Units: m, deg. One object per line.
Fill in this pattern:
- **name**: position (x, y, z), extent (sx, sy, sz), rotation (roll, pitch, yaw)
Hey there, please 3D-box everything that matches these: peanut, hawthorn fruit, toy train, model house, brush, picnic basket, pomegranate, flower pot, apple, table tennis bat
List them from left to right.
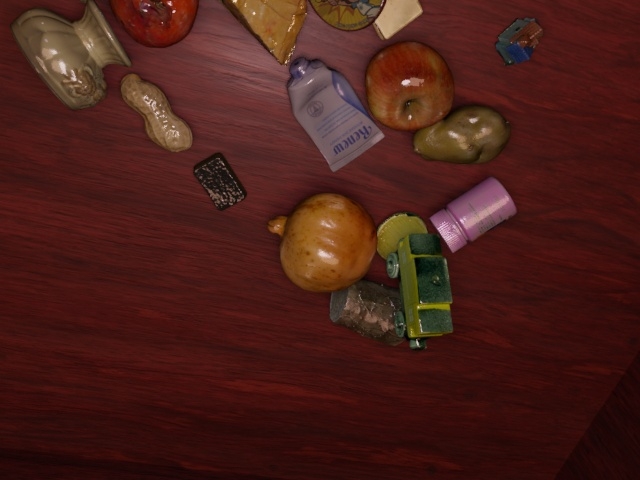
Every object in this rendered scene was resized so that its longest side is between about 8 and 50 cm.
- **flower pot**: position (-0.730, -0.572, 1.460), extent (0.244, 0.307, 0.308), rotation (-32, 115, -5)
- **hawthorn fruit**: position (-0.482, -0.704, 1.410), extent (0.275, 0.307, 0.276), rotation (-9, 117, -17)
- **peanut**: position (-0.557, -0.425, 1.633), extent (0.136, 0.120, 0.298), rotation (-33, 112, 5)
- **brush**: position (-0.371, -0.213, 1.785), extent (0.123, 0.059, 0.197), rotation (-27, 115, 9)
- **pomegranate**: position (0.000, 0.000, 1.766), extent (0.409, 0.410, 0.411), rotation (-2, 116, -5)
- **table tennis bat**: position (0.049, -0.856, 1.490), extent (0.268, 0.051, 0.415), rotation (-22, 108, 31)
- **picnic basket**: position (0.240, -0.750, 1.580), extent (0.164, 0.079, 0.115), rotation (-32, 113, 9)
- **apple**: position (0.290, -0.522, 1.610), extent (0.301, 0.302, 0.302), rotation (-2, 116, -5)
- **toy train**: position (0.373, 0.180, 1.810), extent (0.179, 0.272, 0.443), rotation (0, 72, -13)
- **model house**: position (0.689, -0.667, 1.627), extent (0.148, 0.149, 0.119), rotation (-39, 114, 15)

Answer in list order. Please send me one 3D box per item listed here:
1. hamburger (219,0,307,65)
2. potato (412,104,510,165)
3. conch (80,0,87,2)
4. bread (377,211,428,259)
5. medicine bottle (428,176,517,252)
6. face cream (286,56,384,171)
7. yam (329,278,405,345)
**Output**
- **hamburger**: position (-0.157, -0.725, 1.493), extent (0.209, 0.162, 0.330), rotation (-44, 134, 5)
- **potato**: position (0.499, -0.370, 1.724), extent (0.350, 0.218, 0.203), rotation (-12, 78, 4)
- **conch**: position (-0.819, -0.869, 1.372), extent (0.203, 0.170, 0.387), rotation (-5, 117, 25)
- **bread**: position (0.329, -0.012, 1.968), extent (0.228, 0.033, 0.229), rotation (-3, 115, -6)
- **medicine bottle**: position (0.588, -0.098, 1.873), extent (0.290, 0.178, 0.178), rotation (-35, 114, 10)
- **face cream**: position (0.031, -0.454, 1.700), extent (0.234, 0.137, 0.420), rotation (-35, 125, 9)
- **yam**: position (0.221, 0.281, 1.992), extent (0.347, 0.241, 0.241), rotation (20, 112, -11)
